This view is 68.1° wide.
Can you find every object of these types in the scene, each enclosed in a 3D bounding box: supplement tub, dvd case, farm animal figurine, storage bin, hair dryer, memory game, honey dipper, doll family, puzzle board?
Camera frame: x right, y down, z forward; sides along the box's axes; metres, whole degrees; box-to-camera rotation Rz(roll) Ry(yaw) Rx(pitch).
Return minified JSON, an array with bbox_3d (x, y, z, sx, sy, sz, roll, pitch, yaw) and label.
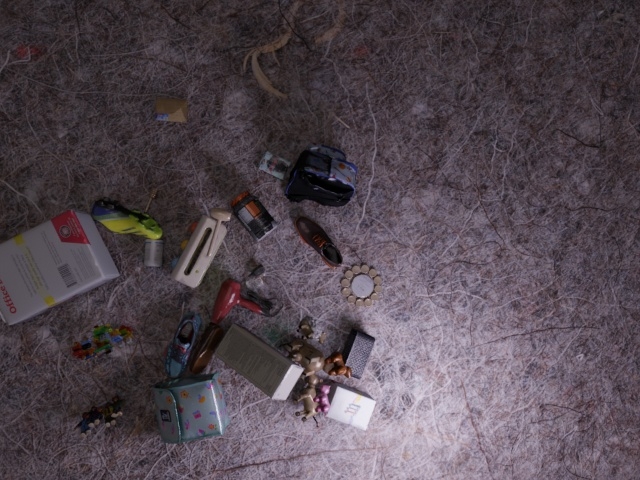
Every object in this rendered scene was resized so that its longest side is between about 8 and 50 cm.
[{"bbox_3d":[-0.272,-0.100,1.923,0.117,0.117,0.190,-38,92,-10],"label":"supplement tub"},{"bbox_3d":[-0.196,-0.318,2.004,0.119,0.013,0.087,26,82,-6],"label":"dvd case"},{"bbox_3d":[-0.021,0.510,1.879,0.327,0.172,0.330,46,116,23],"label":"farm animal figurine"},{"bbox_3d":[0.146,0.464,1.946,0.084,0.122,0.180,24,82,-6],"label":"storage bin"},{"bbox_3d":[-0.311,0.248,1.910,0.293,0.080,0.224,-25,91,-10],"label":"hair dryer"},{"bbox_3d":[0.177,0.194,2.027,0.186,0.012,0.186,1,85,-9],"label":"memory game"},{"bbox_3d":[-0.696,-0.135,1.903,0.030,0.030,0.161,22,86,-7],"label":"honey dipper"},{"bbox_3d":[-0.830,0.658,1.785,0.192,0.111,0.076,-15,122,-22],"label":"doll family"},{"bbox_3d":[-0.659,0.049,1.873,0.070,0.071,0.107,4,85,-9],"label":"supplement tub"},{"bbox_3d":[-0.615,-0.537,1.954,0.128,0.011,0.097,2,87,-8],"label":"puzzle board"}]

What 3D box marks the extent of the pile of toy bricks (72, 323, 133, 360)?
[{"bbox_3d":[-0.842,0.369,1.813,0.212,0.118,0.105,-24,57,-1],"label":"pile of toy bricks"}]

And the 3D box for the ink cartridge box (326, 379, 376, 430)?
[{"bbox_3d":[0.113,0.666,1.923,0.176,0.128,0.128,24,82,-8],"label":"ink cartridge box"}]

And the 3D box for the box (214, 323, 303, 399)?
[{"bbox_3d":[-0.236,0.462,1.810,0.311,0.121,0.148,29,81,28],"label":"box"}]

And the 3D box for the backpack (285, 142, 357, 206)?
[{"bbox_3d":[0.014,-0.253,1.926,0.263,0.276,0.213,20,70,-10],"label":"backpack"}]

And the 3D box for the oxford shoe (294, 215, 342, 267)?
[{"bbox_3d":[0.000,0.000,1.969,0.271,0.098,0.097,46,80,-3],"label":"oxford shoe"}]

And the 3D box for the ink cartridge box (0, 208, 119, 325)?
[{"bbox_3d":[-1.000,0.096,1.751,0.384,0.160,0.279,-26,90,-4],"label":"ink cartridge box"}]

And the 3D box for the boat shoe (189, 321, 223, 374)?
[{"bbox_3d":[-0.462,0.426,1.883,0.073,0.073,0.207,23,77,31],"label":"boat shoe"}]

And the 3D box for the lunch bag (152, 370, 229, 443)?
[{"bbox_3d":[-0.505,0.641,1.813,0.262,0.160,0.224,-11,91,1],"label":"lunch bag"}]

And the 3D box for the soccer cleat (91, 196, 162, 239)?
[{"bbox_3d":[-0.755,-0.065,1.857,0.289,0.093,0.121,25,113,0],"label":"soccer cleat"}]

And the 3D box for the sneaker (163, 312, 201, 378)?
[{"bbox_3d":[-0.547,0.410,1.836,0.104,0.125,0.262,17,83,-7],"label":"sneaker"}]

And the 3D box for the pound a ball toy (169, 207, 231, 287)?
[{"bbox_3d":[-0.471,0.016,1.837,0.135,0.208,0.319,26,83,-7],"label":"pound a ball toy"}]
